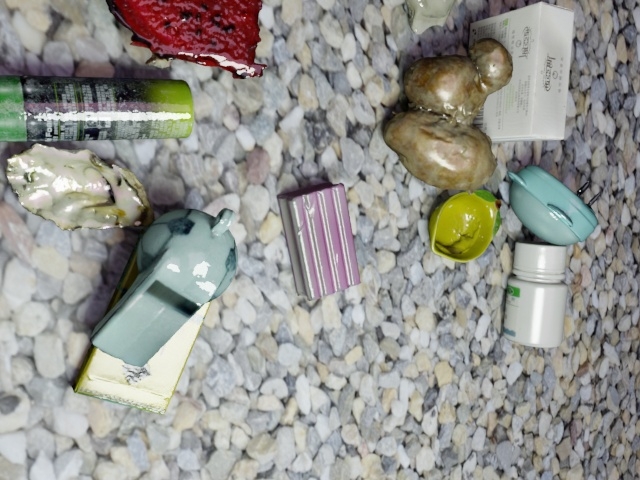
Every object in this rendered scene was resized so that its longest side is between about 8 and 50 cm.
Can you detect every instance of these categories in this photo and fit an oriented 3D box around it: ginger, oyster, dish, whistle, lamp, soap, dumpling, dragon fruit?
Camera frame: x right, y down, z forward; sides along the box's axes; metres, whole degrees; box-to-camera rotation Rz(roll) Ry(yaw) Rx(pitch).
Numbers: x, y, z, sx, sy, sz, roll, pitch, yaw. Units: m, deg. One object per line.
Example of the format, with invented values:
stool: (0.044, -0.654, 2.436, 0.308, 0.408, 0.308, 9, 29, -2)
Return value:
ginger: (0.257, -0.256, 1.128, 0.244, 0.155, 0.304, 12, 100, -3)
oyster: (-0.356, -0.084, 0.858, 0.209, 0.072, 0.133, 2, 111, -13)
dish: (0.297, -0.034, 1.232, 0.207, 0.080, 0.149, -30, 106, -22)
whistle: (-0.225, 0.049, 0.876, 0.163, 0.163, 0.289, 34, 116, -29)
lamp: (0.539, -0.076, 1.305, 0.284, 0.209, 0.147, -1, 133, -44)
soap: (0.000, 0.000, 1.071, 0.122, 0.065, 0.203, -17, 104, -27)
dumpling: (0.222, -0.510, 1.112, 0.136, 0.118, 0.199, -15, 125, -26)
dragon fruit: (-0.219, -0.430, 0.870, 0.282, 0.100, 0.344, 4, 91, -29)

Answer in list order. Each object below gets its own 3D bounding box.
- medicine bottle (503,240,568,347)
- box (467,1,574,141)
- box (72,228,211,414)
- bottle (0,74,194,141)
medicine bottle: (0.510, 0.123, 1.343, 0.139, 0.139, 0.237, -1, 95, -30)
box: (0.408, -0.338, 1.190, 0.111, 0.194, 0.261, 1, 97, -30)
box: (-0.277, 0.136, 0.941, 0.153, 0.041, 0.279, 25, 83, -29)
bottle: (-0.356, -0.191, 0.824, 0.330, 0.093, 0.093, -7, 100, -29)
